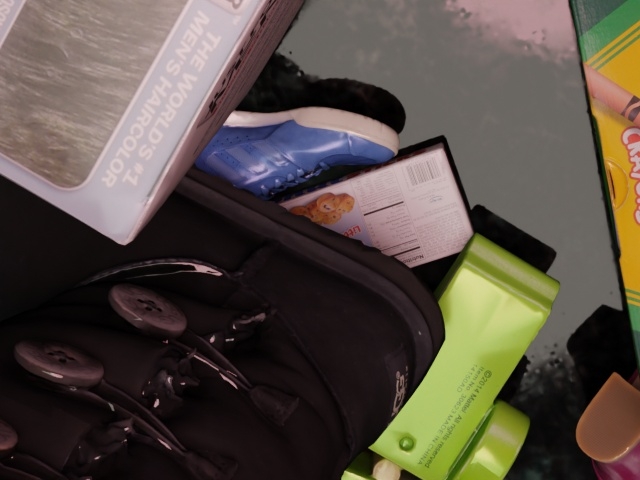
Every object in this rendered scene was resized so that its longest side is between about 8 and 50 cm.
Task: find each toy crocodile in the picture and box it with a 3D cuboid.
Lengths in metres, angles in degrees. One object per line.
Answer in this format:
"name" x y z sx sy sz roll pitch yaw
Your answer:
"toy crocodile" 0.034 0.152 1.145 0.115 0.105 0.340 26 101 -3

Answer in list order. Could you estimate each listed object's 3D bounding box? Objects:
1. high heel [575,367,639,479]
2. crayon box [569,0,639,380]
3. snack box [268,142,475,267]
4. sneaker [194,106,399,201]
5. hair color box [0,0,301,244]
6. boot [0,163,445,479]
"high heel" 0.252 0.059 1.124 0.082 0.117 0.244 36 85 32
"crayon box" 0.237 -0.039 1.031 0.165 0.081 0.278 -11 83 7
"snack box" 0.000 0.000 1.139 0.178 0.022 0.064 -18 103 10
"sneaker" -0.032 -0.032 1.101 0.152 0.058 0.084 4 77 8
"hair color box" -0.061 -0.144 0.924 0.114 0.374 0.185 31 105 -3
"boot" -0.167 0.072 0.888 0.367 0.445 0.146 15 113 15
